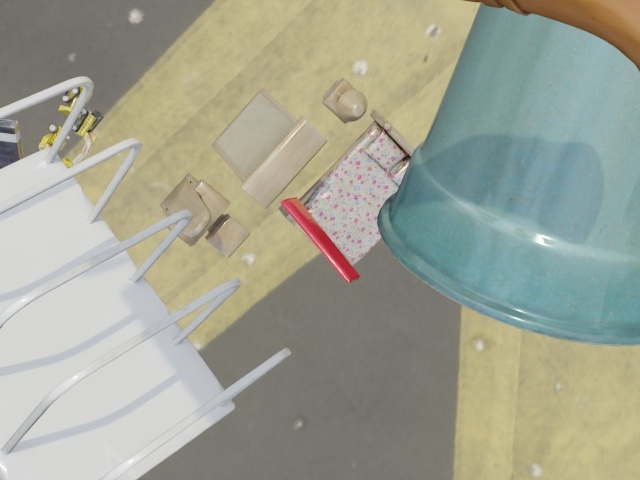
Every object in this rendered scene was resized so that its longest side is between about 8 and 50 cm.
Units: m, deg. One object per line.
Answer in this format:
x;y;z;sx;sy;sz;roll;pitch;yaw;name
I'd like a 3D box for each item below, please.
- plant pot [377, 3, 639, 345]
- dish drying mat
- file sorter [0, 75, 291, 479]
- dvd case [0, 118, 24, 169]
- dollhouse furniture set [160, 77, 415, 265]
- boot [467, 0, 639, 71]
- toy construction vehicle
0.265;-0.123;1.141;0.341;0.341;0.334;19;115;7;plant pot
0.000;0.000;0.895;0.008;0.032;0.083;-41;82;15;dish drying mat
-0.187;0.043;0.855;0.278;0.193;0.173;54;143;5;file sorter
-0.433;-0.066;1.374;0.164;0.018;0.221;8;134;5;dvd case
0.021;-0.022;1.520;0.303;0.174;0.355;-47;118;3;dollhouse furniture set
0.152;-0.158;0.712;0.152;0.073;0.197;1;144;35;boot
-0.305;-0.142;1.417;0.035;0.086;0.098;29;85;14;toy construction vehicle
